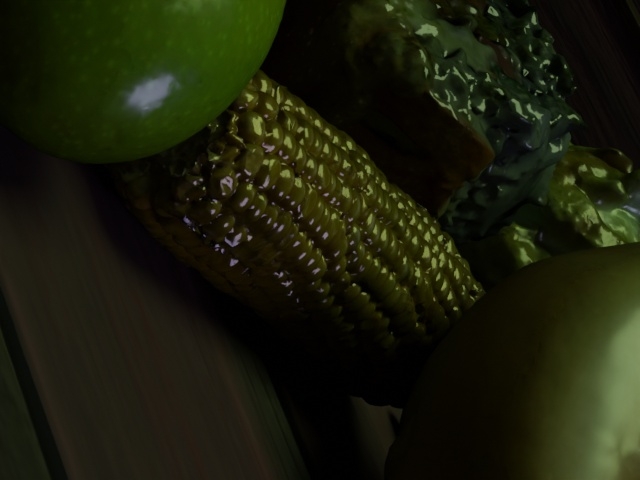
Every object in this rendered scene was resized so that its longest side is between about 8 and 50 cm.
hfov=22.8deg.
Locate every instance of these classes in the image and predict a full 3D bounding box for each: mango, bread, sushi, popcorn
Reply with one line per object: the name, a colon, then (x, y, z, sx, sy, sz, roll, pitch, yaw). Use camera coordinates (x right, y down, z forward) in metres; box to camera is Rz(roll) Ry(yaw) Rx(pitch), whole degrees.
mango: (-0.094, -0.168, 0.595, 0.175, 0.143, 0.293, -5, 71, -34)
bread: (0.160, 0.158, 0.772, 0.333, 0.160, 0.333, 7, 78, -37)
sushi: (0.041, -0.110, 0.949, 0.184, 0.139, 0.274, 22, 33, -31)
popcorn: (0.143, 0.012, 1.079, 0.204, 0.184, 0.221, 15, 15, -12)

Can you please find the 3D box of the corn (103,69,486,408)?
corn: (0.000, 0.000, 0.738, 0.293, 0.106, 0.106, 43, 24, -56)
